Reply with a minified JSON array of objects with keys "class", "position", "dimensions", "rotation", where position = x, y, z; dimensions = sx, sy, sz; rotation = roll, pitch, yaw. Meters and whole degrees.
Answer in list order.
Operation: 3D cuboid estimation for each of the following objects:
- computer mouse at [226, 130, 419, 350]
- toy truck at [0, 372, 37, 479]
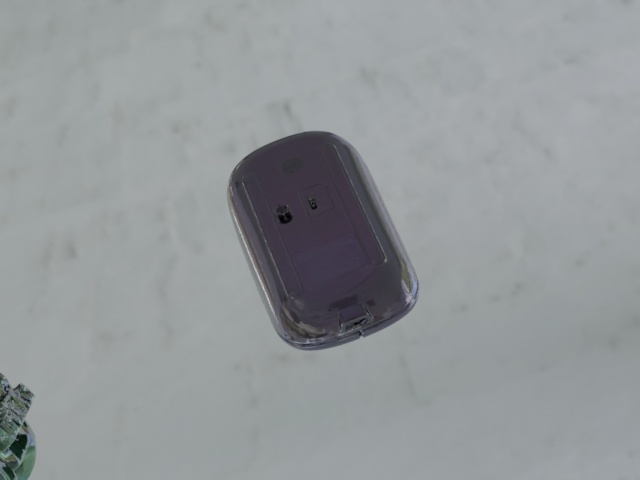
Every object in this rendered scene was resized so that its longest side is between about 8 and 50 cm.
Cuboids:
[{"class":"computer mouse","position":[0.000,0.001,1.545],"dimensions":[0.120,0.057,0.232],"rotation":[-22,-136,-3]},{"class":"toy truck","position":[-0.262,0.151,0.992],"dimensions":[0.259,0.135,0.128],"rotation":[-39,-172,3]}]
